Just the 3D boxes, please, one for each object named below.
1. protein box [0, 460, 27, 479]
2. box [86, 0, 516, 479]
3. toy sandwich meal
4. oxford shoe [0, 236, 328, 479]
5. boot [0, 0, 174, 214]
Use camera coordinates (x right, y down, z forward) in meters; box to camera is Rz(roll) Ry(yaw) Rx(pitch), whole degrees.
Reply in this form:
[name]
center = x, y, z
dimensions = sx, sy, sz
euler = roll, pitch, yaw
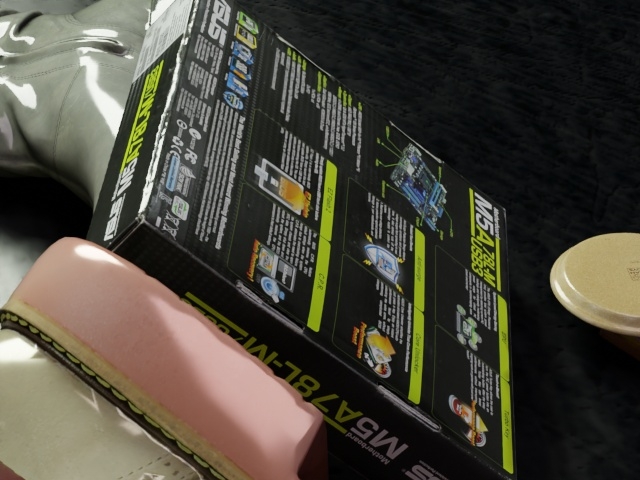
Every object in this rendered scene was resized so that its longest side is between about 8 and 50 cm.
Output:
[protein box]
center = -0.183, 0.111, 0.393
dimensions = 0.199, 0.201, 0.136
euler = 31, 39, 26
[box]
center = 0.000, 0.000, 0.711
dimensions = 0.184, 0.045, 0.191
euler = 38, 29, -22
[toy sandwich meal]
center = 0.144, 0.028, 0.791
dimensions = 0.085, 0.029, 0.086
euler = 1, 34, -1
[oxford shoe]
center = 0.011, 0.168, 0.510
dimensions = 0.397, 0.140, 0.146
euler = 37, 70, 27
[boot]
center = -0.130, -0.040, 0.813
dimensions = 0.161, 0.083, 0.246
euler = -5, 36, 3
